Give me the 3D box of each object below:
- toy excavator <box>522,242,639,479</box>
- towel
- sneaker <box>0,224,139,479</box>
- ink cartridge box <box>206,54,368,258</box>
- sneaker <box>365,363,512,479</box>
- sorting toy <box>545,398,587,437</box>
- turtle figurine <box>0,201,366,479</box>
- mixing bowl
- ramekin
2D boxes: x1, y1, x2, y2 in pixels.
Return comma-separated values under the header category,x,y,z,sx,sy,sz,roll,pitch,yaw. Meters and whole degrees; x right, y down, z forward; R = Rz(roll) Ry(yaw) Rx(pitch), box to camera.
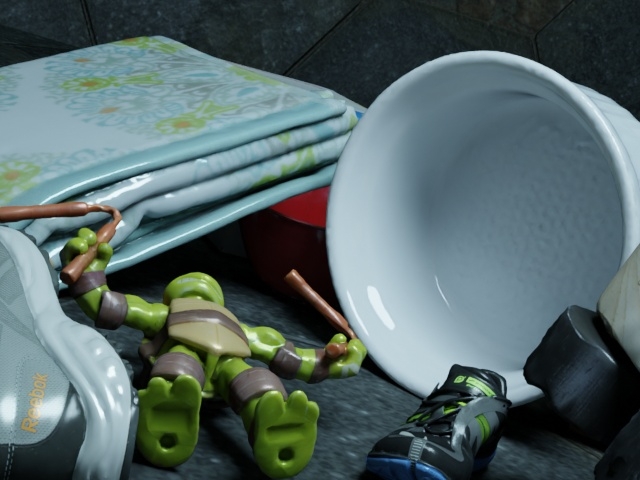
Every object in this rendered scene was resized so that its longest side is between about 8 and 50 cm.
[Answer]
category,x,y,z,sx,sy,sz,roll,pitch,yaw
toy excavator,0.393,0.155,0.817,0.445,0.222,0.433,28,15,-17
towel,-0.194,-0.081,1.242,0.374,0.090,0.320,-20,29,-36
sneaker,-0.194,0.056,0.774,0.108,0.100,0.271,4,16,-33
ink cartridge box,-0.040,-0.079,1.509,0.171,0.168,0.232,14,11,-24
sneaker,0.082,0.121,0.936,0.067,0.078,0.188,21,12,18
sorting toy,0.289,0.160,1.209,0.193,0.038,0.208,20,6,12
turtle figurine,-0.086,0.068,0.910,0.269,0.087,0.217,23,16,-18
mixing bowl,0.000,0.000,1.323,0.181,0.098,0.181,11,21,-4
ramekin,0.152,-0.008,1.148,0.277,0.277,0.135,25,15,33
